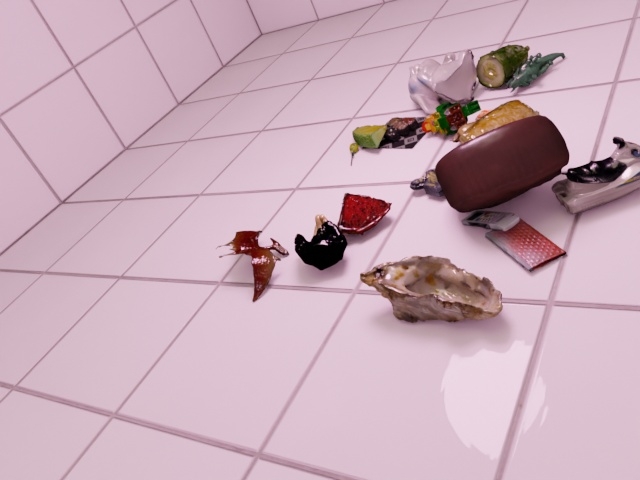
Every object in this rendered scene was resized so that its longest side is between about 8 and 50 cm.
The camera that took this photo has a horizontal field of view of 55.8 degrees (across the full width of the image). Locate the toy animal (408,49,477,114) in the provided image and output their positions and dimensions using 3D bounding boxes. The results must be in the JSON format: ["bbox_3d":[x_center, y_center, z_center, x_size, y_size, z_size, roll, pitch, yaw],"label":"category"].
[{"bbox_3d":[0.455,-0.589,2.248,0.249,0.174,0.289,-34,32,7],"label":"toy animal"}]

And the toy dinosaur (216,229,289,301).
[{"bbox_3d":[-0.223,0.049,1.874,0.206,0.113,0.327,-18,32,-41],"label":"toy dinosaur"}]

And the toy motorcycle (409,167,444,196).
[{"bbox_3d":[0.365,-0.178,1.806,0.124,0.061,0.193,-40,33,-26],"label":"toy motorcycle"}]

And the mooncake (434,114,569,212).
[{"bbox_3d":[0.461,-0.184,1.583,0.325,0.174,0.334,-20,-9,-32],"label":"mooncake"}]

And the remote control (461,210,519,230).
[{"bbox_3d":[0.437,-0.049,1.567,0.065,0.029,0.166,-32,17,-17],"label":"remote control"}]

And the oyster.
[{"bbox_3d":[0.253,0.121,1.400,0.341,0.110,0.166,-4,43,26],"label":"oyster"}]

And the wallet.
[{"bbox_3d":[0.496,0.006,1.478,0.103,0.020,0.196,-28,31,-4],"label":"wallet"}]

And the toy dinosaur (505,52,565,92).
[{"bbox_3d":[0.762,-0.613,2.127,0.292,0.079,0.120,-35,-3,-9],"label":"toy dinosaur"}]

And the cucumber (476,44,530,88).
[{"bbox_3d":[0.692,-0.662,2.229,0.244,0.134,0.134,-33,32,-25],"label":"cucumber"}]

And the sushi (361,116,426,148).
[{"bbox_3d":[0.290,-0.417,2.221,0.231,0.047,0.220,9,45,43],"label":"sushi"}]

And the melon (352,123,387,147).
[{"bbox_3d":[0.172,-0.405,2.250,0.114,0.053,0.262,-43,24,-2],"label":"melon"}]

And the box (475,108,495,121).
[{"bbox_3d":[0.581,-0.426,2.059,0.093,0.015,0.058,8,46,41],"label":"box"}]

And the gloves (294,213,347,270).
[{"bbox_3d":[0.000,0.000,1.749,0.164,0.124,0.203,-8,20,11],"label":"gloves"}]

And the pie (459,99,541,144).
[{"bbox_3d":[0.566,-0.360,1.901,0.282,0.068,0.128,-34,56,-20],"label":"pie"}]

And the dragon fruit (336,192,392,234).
[{"bbox_3d":[0.128,-0.070,1.811,0.160,0.121,0.127,9,-4,7],"label":"dragon fruit"}]

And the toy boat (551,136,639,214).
[{"bbox_3d":[0.709,-0.171,1.487,0.269,0.141,0.141,-34,29,14],"label":"toy boat"}]

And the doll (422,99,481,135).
[{"bbox_3d":[0.433,-0.416,2.064,0.134,0.106,0.186,-36,16,-32],"label":"doll"}]

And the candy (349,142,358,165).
[{"bbox_3d":[0.119,-0.314,2.213,0.035,0.035,0.123,1,45,9],"label":"candy"}]

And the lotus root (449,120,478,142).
[{"bbox_3d":[0.490,-0.353,1.972,0.151,0.063,0.072,-22,41,-2],"label":"lotus root"}]
